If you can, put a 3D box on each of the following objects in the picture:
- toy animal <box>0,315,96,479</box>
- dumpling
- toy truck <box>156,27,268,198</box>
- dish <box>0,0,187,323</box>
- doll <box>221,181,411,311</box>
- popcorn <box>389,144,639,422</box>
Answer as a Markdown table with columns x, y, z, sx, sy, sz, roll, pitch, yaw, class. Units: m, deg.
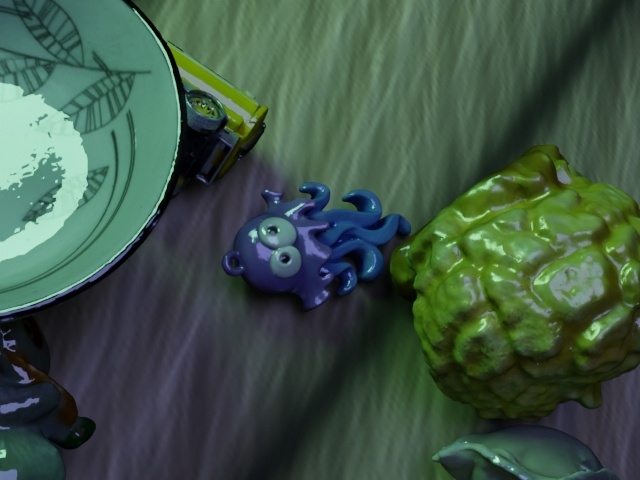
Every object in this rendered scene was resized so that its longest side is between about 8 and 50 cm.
| x | y | z | sx | sy | sz | roll | pitch | yaw | class |
| --- | --- | --- | --- | --- | --- | --- | --- | --- | --- |
| -0.238 | 0.105 | 0.790 | 0.138 | 0.108 | 0.236 | -9 | 68 | -25 | toy animal |
| 0.183 | 0.204 | 0.896 | 0.188 | 0.127 | 0.108 | 24 | 77 | -14 | dumpling |
| -0.158 | -0.130 | 0.941 | 0.227 | 0.098 | 0.114 | 34 | 33 | -6 | toy truck |
| -0.256 | -0.064 | 0.807 | 0.316 | 0.106 | 0.316 | 3 | 65 | -7 | dish |
| 0.000 | 0.000 | 0.964 | 0.206 | 0.067 | 0.110 | -16 | 81 | -38 | doll |
| 0.181 | 0.025 | 0.949 | 0.237 | 0.206 | 0.251 | -2 | 54 | -7 | popcorn |
